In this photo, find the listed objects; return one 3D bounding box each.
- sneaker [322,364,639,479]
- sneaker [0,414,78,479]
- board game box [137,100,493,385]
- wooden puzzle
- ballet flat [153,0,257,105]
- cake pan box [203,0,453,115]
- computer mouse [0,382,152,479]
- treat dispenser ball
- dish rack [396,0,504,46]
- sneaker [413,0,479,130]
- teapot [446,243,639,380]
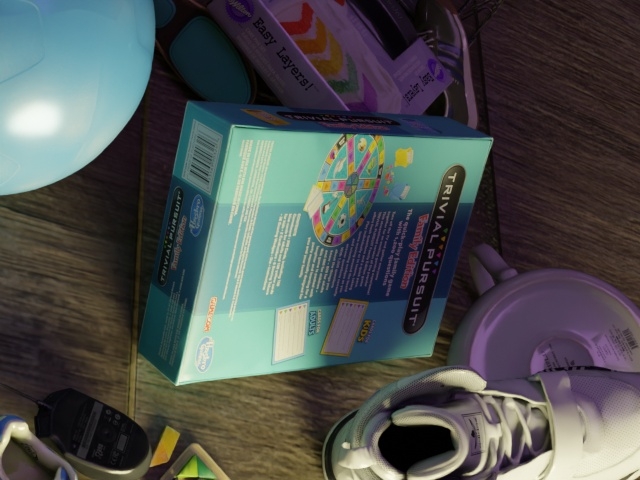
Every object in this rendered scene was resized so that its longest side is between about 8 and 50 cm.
[{"bbox_3d":[0.182,0.189,1.189,0.366,0.210,0.137,-8,78,0],"label":"sneaker"},{"bbox_3d":[-0.227,0.235,1.028,0.211,0.081,0.080,54,44,-5],"label":"sneaker"},{"bbox_3d":[0.000,0.000,1.243,0.336,0.253,0.079,-1,23,-41],"label":"board game box"},{"bbox_3d":[-0.117,0.233,1.168,0.116,0.014,0.078,45,46,-12],"label":"wooden puzzle"},{"bbox_3d":[-0.152,-0.238,1.360,0.232,0.080,0.073,46,16,-13],"label":"ballet flat"},{"bbox_3d":[0.021,-0.221,1.418,0.245,0.070,0.267,53,34,-6],"label":"cake pan box"},{"bbox_3d":[-0.257,0.147,1.089,0.242,0.041,0.071,31,41,-14],"label":"computer mouse"},{"bbox_3d":[-0.285,-0.182,1.063,0.288,0.288,0.288,19,56,-31],"label":"treat dispenser ball"},{"bbox_3d":[0.184,-0.380,1.713,0.208,0.074,0.271,46,46,-9],"label":"dish rack"},{"bbox_3d":[0.141,-0.219,1.580,0.086,0.064,0.192,-12,89,-42],"label":"sneaker"},{"bbox_3d":[0.251,0.155,1.404,0.253,0.187,0.256,20,76,5],"label":"teapot"}]
